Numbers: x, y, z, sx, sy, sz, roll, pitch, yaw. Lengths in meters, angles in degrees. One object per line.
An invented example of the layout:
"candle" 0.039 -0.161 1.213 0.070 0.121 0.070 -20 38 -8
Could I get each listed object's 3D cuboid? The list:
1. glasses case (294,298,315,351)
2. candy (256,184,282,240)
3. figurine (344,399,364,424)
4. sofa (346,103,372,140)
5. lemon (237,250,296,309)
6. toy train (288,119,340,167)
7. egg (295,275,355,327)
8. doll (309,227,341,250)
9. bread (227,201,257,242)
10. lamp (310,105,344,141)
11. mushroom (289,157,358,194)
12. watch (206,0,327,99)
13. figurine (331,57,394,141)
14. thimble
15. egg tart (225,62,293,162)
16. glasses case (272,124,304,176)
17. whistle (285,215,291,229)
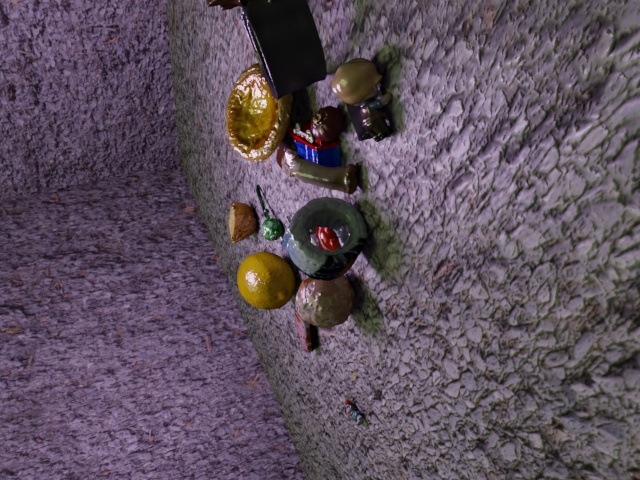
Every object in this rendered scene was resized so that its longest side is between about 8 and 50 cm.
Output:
"glasses case" -0.065 0.355 2.131 0.103 0.067 0.266 39 141 53
"candy" -0.244 -0.134 2.222 0.097 0.097 0.323 102 152 -51
"figurine" 0.127 0.653 1.910 0.106 0.047 0.060 30 141 58
"sofa" 0.104 -0.314 1.258 0.060 0.039 0.117 -32 75 67
"lemon" -0.233 0.172 2.171 0.267 0.267 0.267 50 149 46
"toy train" -0.019 -0.287 1.525 0.204 0.083 0.131 43 146 53
"egg" 0.017 0.192 1.645 0.233 0.195 0.194 127 124 -80
"doll" 0.000 0.000 1.704 0.245 0.076 0.142 -19 87 65
"bread" -0.390 -0.096 2.503 0.229 0.140 0.143 115 137 -59
"lamp" 0.019 -0.323 1.395 0.101 0.090 0.101 -14 67 36
"mushroom" 0.006 -0.189 1.420 0.209 0.071 0.084 14 126 16
"watch" -0.111 -0.564 1.354 0.335 0.314 0.326 -121 10 -68
"figurine" 0.111 -0.330 1.177 0.196 0.108 0.114 56 170 -4
"thimble" 0.007 -0.007 1.454 0.237 0.237 0.150 66 159 19
"egg tart" -0.183 -0.414 1.646 0.319 0.128 0.318 5 97 43
"glasses case" -0.142 -0.364 1.769 0.321 0.082 0.122 62 151 26
"whistle" -0.066 0.011 1.867 0.235 0.077 0.114 60 -173 26
